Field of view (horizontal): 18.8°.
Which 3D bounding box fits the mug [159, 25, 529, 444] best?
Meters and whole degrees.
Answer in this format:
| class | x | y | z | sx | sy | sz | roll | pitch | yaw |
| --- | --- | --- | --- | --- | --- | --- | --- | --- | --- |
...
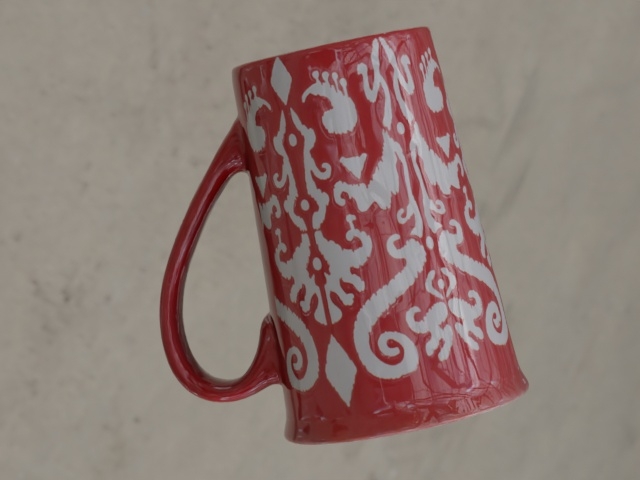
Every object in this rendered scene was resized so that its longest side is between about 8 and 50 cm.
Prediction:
| class | x | y | z | sx | sy | sz | roll | pitch | yaw |
| --- | --- | --- | --- | --- | --- | --- | --- | --- | --- |
| mug | 0.006 | -0.001 | 0.857 | 0.150 | 0.113 | 0.169 | -13 | 94 | -21 |
